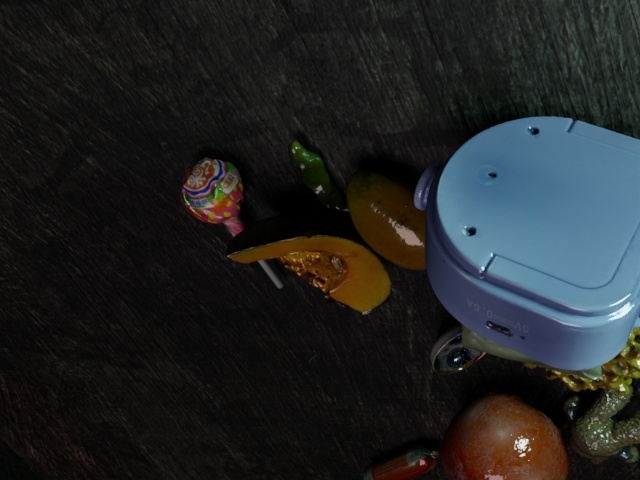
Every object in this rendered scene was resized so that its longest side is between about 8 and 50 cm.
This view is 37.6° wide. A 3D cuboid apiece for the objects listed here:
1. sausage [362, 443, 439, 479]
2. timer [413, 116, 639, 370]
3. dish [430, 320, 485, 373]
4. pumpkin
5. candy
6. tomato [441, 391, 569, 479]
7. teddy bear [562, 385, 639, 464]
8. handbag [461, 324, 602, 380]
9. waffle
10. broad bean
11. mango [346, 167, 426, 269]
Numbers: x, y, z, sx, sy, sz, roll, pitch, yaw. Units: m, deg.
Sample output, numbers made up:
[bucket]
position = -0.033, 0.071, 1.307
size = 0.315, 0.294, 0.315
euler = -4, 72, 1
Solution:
[sausage]
position = 0.207, 0.561, 2.331
size = 0.083, 0.083, 0.264
euler = 36, 139, -15
[timer]
position = 0.319, -0.014, 1.395
size = 0.394, 0.395, 0.173
euler = 11, 142, 14
[dish]
position = 0.270, 0.195, 1.890
size = 0.141, 0.078, 0.141
euler = -18, 140, -16
[pumpkin]
position = 0.000, 0.000, 1.747
size = 0.312, 0.148, 0.169
euler = 22, 130, -22
[candy]
position = -0.153, -0.017, 1.832
size = 0.124, 0.124, 0.365
euler = -3, 141, 29
[tomato]
position = 0.383, 0.460, 1.988
size = 0.264, 0.265, 0.265
euler = 14, 140, 12
[teddy bear]
position = 0.570, 0.384, 1.912
size = 0.182, 0.129, 0.251
euler = 53, 152, 21
[handbag]
position = 0.362, 0.075, 1.621
size = 0.253, 0.109, 0.316
euler = 4, 110, 26
[waffle]
position = 0.459, 0.193, 1.757
size = 0.292, 0.069, 0.260
euler = 22, 145, 23
[broad bean]
position = -0.001, -0.108, 1.690
size = 0.061, 0.046, 0.195
euler = -21, 124, 43
[mango]
position = 0.135, -0.036, 1.651
size = 0.221, 0.120, 0.151
euler = 34, 139, -2
